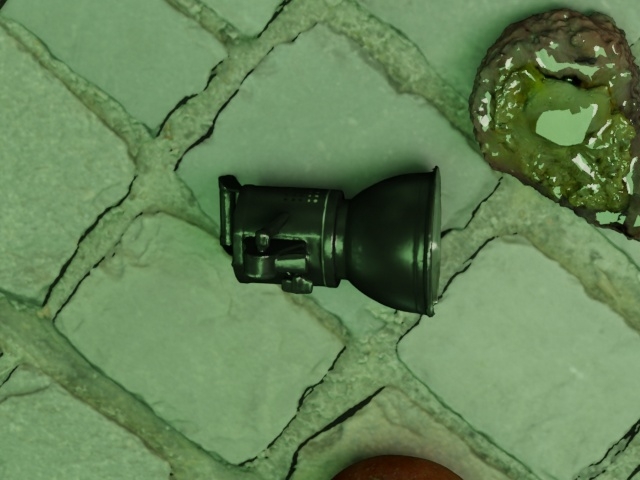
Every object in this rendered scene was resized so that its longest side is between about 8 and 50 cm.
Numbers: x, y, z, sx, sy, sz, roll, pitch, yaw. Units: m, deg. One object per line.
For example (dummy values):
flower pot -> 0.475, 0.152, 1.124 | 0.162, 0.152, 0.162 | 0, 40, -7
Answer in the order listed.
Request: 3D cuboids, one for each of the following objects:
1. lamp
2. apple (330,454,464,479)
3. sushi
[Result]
lamp -> 0.000, 0.000, 1.680 | 0.227, 0.172, 0.147 | 2, 111, 7
apple -> 0.082, 0.317, 1.789 | 0.201, 0.162, 0.201 | 2, 100, 14
sushi -> 0.230, -0.096, 1.645 | 0.161, 0.107, 0.241 | -11, 108, 16
